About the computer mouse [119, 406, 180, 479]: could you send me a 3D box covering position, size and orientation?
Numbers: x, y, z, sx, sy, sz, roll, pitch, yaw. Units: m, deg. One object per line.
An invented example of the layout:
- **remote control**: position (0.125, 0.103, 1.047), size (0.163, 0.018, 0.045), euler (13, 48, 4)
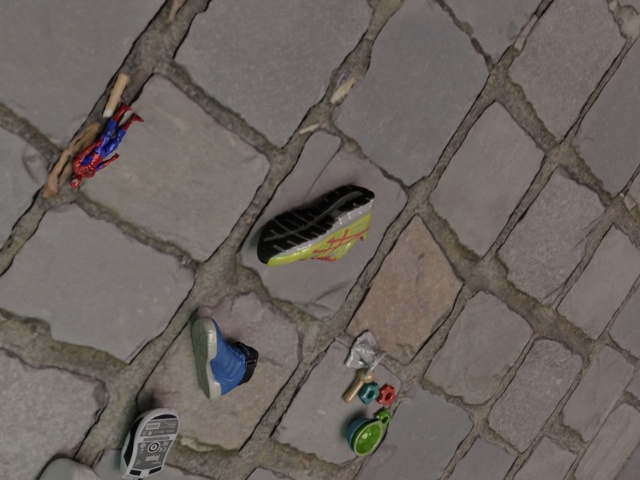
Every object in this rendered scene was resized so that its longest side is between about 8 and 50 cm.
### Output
- **computer mouse**: position (-0.253, 0.308, 1.360), size (0.106, 0.042, 0.193), euler (6, 115, -39)

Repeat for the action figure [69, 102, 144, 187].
- **action figure**: position (-0.257, -0.108, 1.122), size (0.115, 0.030, 0.038), euler (-50, 142, -5)

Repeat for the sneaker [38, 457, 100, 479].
- **sneaker**: position (-0.371, 0.399, 1.285), size (0.212, 0.080, 0.094), euler (-54, 149, -6)

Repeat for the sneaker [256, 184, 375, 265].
- **sneaker**: position (0.000, 0.000, 1.378), size (0.208, 0.081, 0.094), euler (-25, 131, -30)

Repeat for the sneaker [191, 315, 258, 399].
- **sneaker**: position (-0.133, 0.157, 1.362), size (0.084, 0.058, 0.152), euler (-22, 131, -25)

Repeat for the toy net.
- **toy net**: position (0.095, 0.257, 1.638), size (0.122, 0.045, 0.232), euler (-19, 125, -33)
